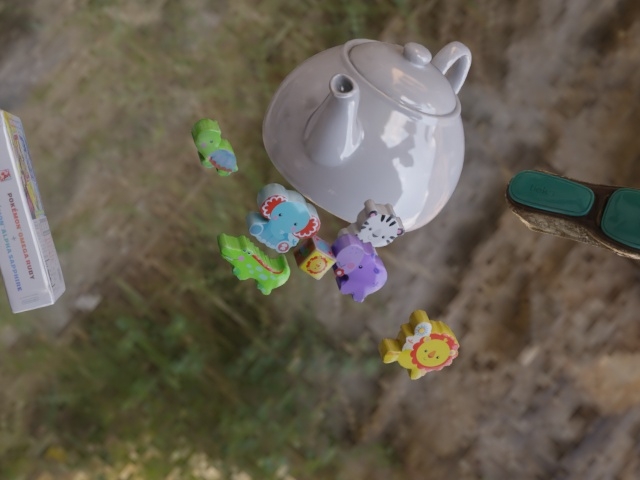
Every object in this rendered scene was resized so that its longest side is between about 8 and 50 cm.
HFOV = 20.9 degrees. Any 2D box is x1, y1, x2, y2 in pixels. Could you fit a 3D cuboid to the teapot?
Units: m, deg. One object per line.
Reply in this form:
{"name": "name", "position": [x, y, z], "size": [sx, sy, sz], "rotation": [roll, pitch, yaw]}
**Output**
{"name": "teapot", "position": [0.072, -0.144, 1.972], "size": [0.187, 0.252, 0.256], "rotation": [-59, -154, 26]}

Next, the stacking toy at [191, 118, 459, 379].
{"name": "stacking toy", "position": [0.000, 0.000, 1.325], "size": [0.052, 0.221, 0.167], "rotation": [-47, -146, 19]}

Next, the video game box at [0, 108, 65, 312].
{"name": "video game box", "position": [-0.296, -0.030, 1.685], "size": [0.048, 0.187, 0.205], "rotation": [-13, -177, -5]}

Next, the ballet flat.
{"name": "ballet flat", "position": [0.287, -0.021, 1.754], "size": [0.073, 0.206, 0.067], "rotation": [-60, 152, -17]}
